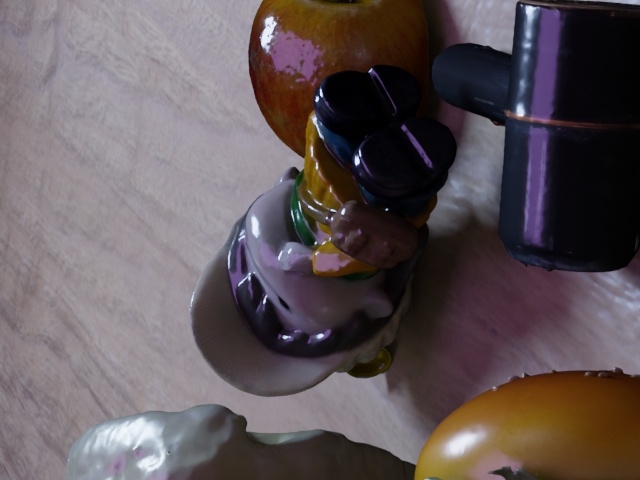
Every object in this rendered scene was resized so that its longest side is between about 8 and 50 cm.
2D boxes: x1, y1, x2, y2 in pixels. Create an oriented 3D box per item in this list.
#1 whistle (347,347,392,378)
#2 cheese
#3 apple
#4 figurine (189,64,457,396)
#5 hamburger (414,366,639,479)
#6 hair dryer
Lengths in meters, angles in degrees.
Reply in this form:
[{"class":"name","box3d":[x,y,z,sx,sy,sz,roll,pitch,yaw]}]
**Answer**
[{"class":"whistle","box3d":[0.039,0.084,1.665,0.046,0.057,0.109,-28,39,13]},{"class":"cheese","box3d":[-0.061,0.232,1.512,0.318,0.326,0.115,114,156,-67]},{"class":"apple","box3d":[0.016,-0.156,1.599,0.195,0.160,0.173,-109,9,-52]},{"class":"figurine","box3d":[0.026,-0.011,1.503,0.332,0.204,0.185,-50,62,41]},{"class":"hamburger","box3d":[0.163,0.167,1.108,0.246,0.246,0.170,152,128,-64]},{"class":"hair dryer","box3d":[0.151,-0.096,1.354,0.352,0.107,0.189,-144,56,-72]}]
